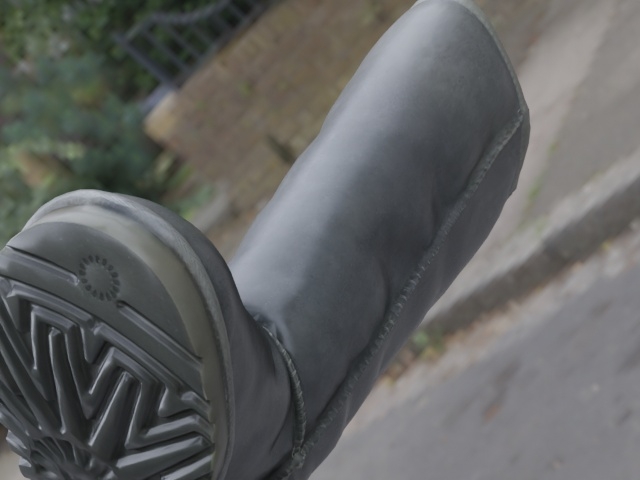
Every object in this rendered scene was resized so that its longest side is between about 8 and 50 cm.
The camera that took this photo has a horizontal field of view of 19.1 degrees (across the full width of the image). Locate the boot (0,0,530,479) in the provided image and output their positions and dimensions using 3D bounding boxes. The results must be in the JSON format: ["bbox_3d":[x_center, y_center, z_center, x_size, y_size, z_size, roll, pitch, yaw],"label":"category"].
[{"bbox_3d":[-0.002,-0.002,0.532,0.208,0.076,0.190,-48,-21,-32],"label":"boot"}]
